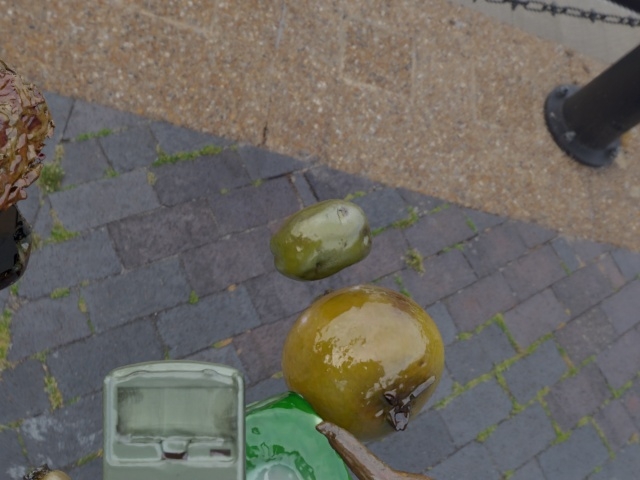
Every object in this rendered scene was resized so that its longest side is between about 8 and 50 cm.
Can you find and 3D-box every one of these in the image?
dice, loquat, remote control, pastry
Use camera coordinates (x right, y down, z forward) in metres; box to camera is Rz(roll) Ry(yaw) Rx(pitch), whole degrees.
[{"bbox_3d":[-0.125,0.450,1.053,0.297,0.300,0.287,-20,81,-25],"label":"dice"},{"bbox_3d":[0.071,0.230,1.220,0.328,0.329,0.359,-11,38,-27],"label":"loquat"},{"bbox_3d":[-0.122,0.244,0.503,0.123,0.038,0.286,-2,91,-2],"label":"remote control"},{"bbox_3d":[-0.241,-0.056,0.394,0.087,0.063,0.170,11,51,-7],"label":"pastry"}]

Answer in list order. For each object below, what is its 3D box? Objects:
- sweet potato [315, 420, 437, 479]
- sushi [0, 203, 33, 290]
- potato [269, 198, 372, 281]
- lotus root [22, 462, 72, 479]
[{"bbox_3d":[0.083,0.265,0.661,0.214,0.050,0.050,30,59,4],"label":"sweet potato"},{"bbox_3d":[-0.488,-0.020,0.745,0.227,0.212,0.216,8,62,16],"label":"sushi"},{"bbox_3d":[0.001,0.003,1.161,0.200,0.137,0.155,-16,117,-7],"label":"potato"},{"bbox_3d":[-0.539,0.594,1.249,0.154,0.140,0.257,-20,76,-55],"label":"lotus root"}]
